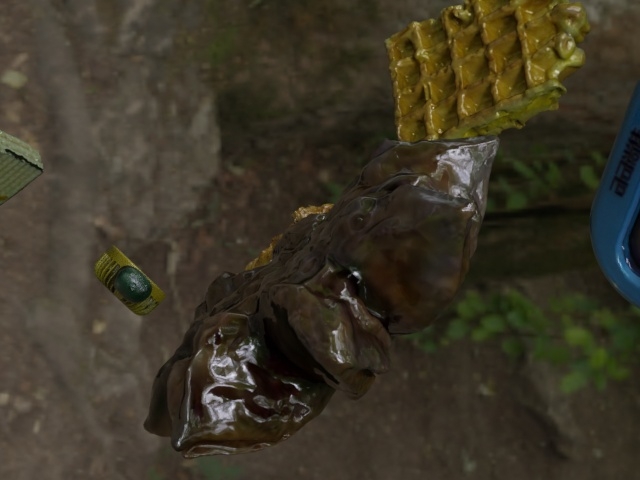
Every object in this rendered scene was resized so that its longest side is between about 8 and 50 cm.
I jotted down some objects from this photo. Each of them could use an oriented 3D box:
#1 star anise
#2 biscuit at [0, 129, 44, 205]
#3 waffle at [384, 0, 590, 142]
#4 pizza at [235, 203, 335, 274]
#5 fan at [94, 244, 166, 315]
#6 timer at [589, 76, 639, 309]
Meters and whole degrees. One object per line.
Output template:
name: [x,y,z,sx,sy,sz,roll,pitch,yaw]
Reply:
star anise: [0.005,0.034,0.835,0.108,0.315,0.315,44,52,-8]
biscuit: [-0.434,-0.094,1.309,0.252,0.150,0.052,27,38,-48]
waffle: [0.167,-0.178,1.209,0.055,0.211,0.160,30,43,-44]
pizza: [0.000,0.000,2.104,0.226,0.335,0.086,68,1,-55]
fan: [-0.201,0.045,1.288,0.082,0.155,0.039,45,82,-7]
timer: [0.461,-0.041,1.339,0.115,0.309,0.340,-25,139,-41]
